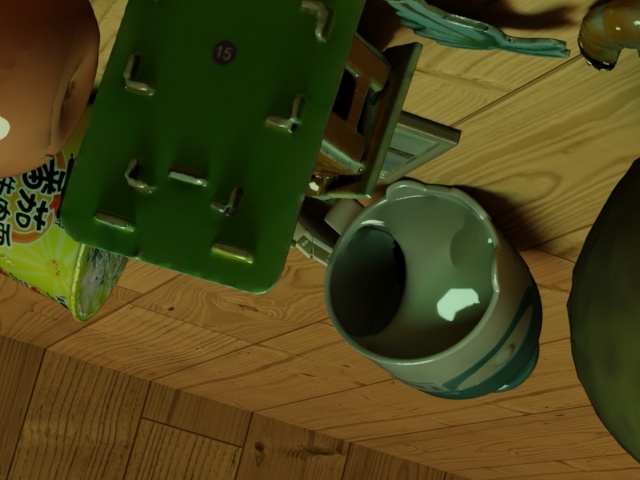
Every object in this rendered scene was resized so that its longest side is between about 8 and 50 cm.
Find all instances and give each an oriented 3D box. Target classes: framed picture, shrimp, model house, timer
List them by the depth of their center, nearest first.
[{"bbox_3d":[0.292,-0.153,1.452,0.161,0.049,0.166,22,165,-16],"label":"shrimp"},{"bbox_3d":[0.018,-0.085,1.512,0.340,0.300,0.323,16,177,19],"label":"model house"},{"bbox_3d":[-0.325,-0.171,1.616,0.215,0.229,0.229,20,166,4],"label":"timer"},{"bbox_3d":[-0.018,-0.132,1.883,0.289,0.016,0.213,18,165,-14],"label":"framed picture"}]

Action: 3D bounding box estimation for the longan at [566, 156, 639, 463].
[{"bbox_3d":[0.416,0.059,1.466,0.436,0.404,0.404,27,178,44],"label":"longan"}]

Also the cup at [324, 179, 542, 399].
[{"bbox_3d":[0.124,0.053,2.106,0.290,0.219,0.257,41,180,30],"label":"cup"}]

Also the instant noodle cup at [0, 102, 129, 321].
[{"bbox_3d":[-0.320,-0.057,2.025,0.200,0.264,0.264,20,166,5],"label":"instant noodle cup"}]

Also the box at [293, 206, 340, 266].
[{"bbox_3d":[0.000,0.000,2.224,0.198,0.029,0.109,32,-166,-50],"label":"box"}]
